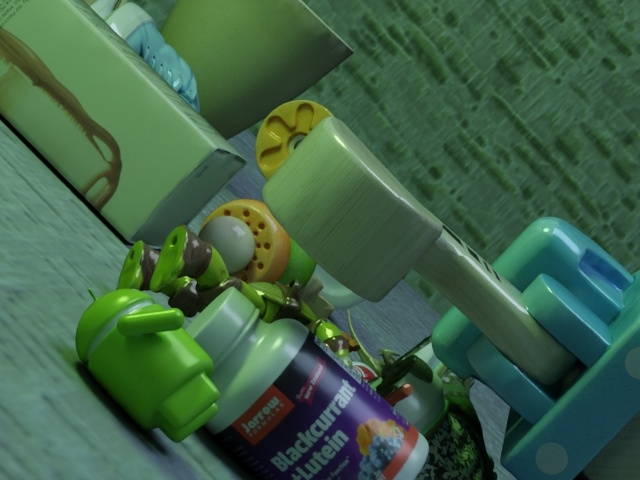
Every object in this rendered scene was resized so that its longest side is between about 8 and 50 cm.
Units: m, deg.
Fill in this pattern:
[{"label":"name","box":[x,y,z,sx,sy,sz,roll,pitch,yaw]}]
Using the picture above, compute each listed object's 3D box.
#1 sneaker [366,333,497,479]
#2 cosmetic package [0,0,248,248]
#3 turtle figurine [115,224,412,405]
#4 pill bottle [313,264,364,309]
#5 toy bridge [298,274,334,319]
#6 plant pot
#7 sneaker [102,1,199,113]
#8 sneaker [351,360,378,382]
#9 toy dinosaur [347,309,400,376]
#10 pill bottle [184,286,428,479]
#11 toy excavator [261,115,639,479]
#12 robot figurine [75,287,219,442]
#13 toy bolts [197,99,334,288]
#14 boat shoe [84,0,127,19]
[{"label":"sneaker","box":[0.097,0.200,1.753,0.182,0.158,0.410,54,13,2]},{"label":"cosmetic package","box":[-0.229,-0.138,1.899,0.296,0.129,0.153,44,4,11]},{"label":"turtle figurine","box":[-0.046,0.065,1.578,0.217,0.087,0.269,32,-12,-25]},{"label":"pill bottle","box":[0.000,0.000,2.585,0.121,0.121,0.216,41,5,-25]},{"label":"toy bridge","box":[-0.025,0.066,2.175,0.026,0.063,0.188,42,7,-16]},{"label":"plant pot","box":[-0.137,-0.262,2.790,0.256,0.274,0.256,44,4,-4]},{"label":"sneaker","box":[-0.218,-0.204,2.480,0.150,0.135,0.366,41,6,6]},{"label":"sneaker","box":[0.032,0.151,2.041,0.118,0.042,0.067,30,9,-38]},{"label":"toy dinosaur","box":[0.072,0.162,2.322,0.183,0.053,0.092,52,-9,8]},{"label":"pill bottle","box":[-0.022,0.128,1.452,0.193,0.108,0.108,43,5,-7]},{"label":"toy excavator","box":[0.161,0.068,1.605,0.445,0.222,0.433,41,12,1]},{"label":"robot figurine","box":[-0.119,0.081,1.307,0.115,0.067,0.101,45,-22,17]},{"label":"toy bolts","box":[-0.107,-0.071,2.039,0.228,0.218,0.158,26,5,22]},{"label":"boat shoe","box":[-0.338,-0.329,2.686,0.103,0.113,0.302,48,4,-23]}]
